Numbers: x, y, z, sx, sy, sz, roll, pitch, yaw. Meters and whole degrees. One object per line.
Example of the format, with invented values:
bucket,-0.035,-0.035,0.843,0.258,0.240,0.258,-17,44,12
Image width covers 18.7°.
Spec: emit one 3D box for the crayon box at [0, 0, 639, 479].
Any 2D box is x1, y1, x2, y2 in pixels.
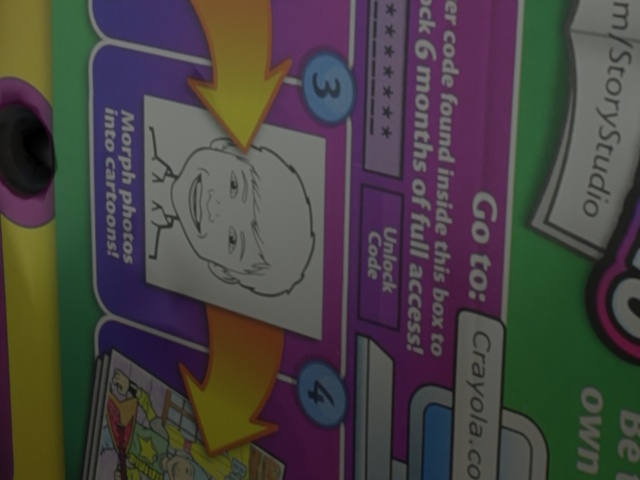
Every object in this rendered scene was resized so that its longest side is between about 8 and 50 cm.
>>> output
crayon box,0.034,-0.012,0.555,0.313,0.106,0.363,16,112,40
